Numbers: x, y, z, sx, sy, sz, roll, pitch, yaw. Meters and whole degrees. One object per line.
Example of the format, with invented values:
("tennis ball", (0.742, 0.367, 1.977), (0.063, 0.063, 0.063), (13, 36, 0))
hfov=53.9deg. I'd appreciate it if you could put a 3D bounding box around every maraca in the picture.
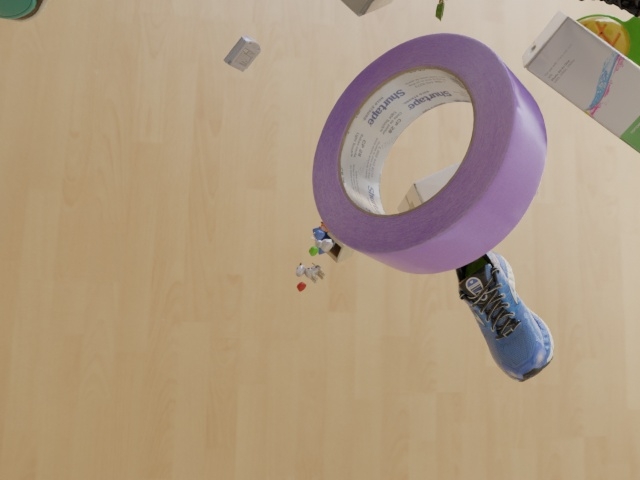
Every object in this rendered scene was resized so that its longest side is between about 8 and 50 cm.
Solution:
("maraca", (0.573, -0.393, 1.271), (0.099, 0.185, 0.127), (-42, 127, -51))

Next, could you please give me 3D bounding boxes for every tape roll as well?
("tape roll", (0.120, -0.102, 0.754), (0.090, 0.274, 0.275), (25, 75, -44))

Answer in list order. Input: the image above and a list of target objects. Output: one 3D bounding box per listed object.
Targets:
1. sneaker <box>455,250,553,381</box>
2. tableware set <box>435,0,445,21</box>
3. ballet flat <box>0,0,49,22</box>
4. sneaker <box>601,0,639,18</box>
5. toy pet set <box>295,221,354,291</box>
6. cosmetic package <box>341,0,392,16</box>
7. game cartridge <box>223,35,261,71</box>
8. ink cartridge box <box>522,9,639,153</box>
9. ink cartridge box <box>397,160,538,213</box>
("sneaker", (0.338, 0.131, 1.249), (0.130, 0.330, 0.147), (-42, 130, 22))
("tableware set", (0.242, -0.485, 1.190), (0.024, 0.104, 0.154), (11, 45, 11))
("ballet flat", (-0.439, -0.452, 0.990), (0.139, 0.400, 0.139), (2, 86, -37))
("sneaker", (0.356, -0.313, 0.759), (0.106, 0.101, 0.267), (-35, 63, -16))
("toy pet set", (0.000, 0.000, 0.963), (0.114, 0.122, 0.065), (-22, 55, -40))
("cosmetic package", (0.091, -0.355, 0.632), (0.107, 0.238, 0.127), (41, 37, 1))
("game cartridge", (-0.124, -0.304, 1.022), (0.056, 0.083, 0.017), (-44, 87, 11))
("ink cartridge box", (0.406, -0.233, 0.917), (0.212, 0.154, 0.093), (35, 117, 0))
("ink cartridge box", (0.273, -0.077, 1.227), (0.198, 0.273, 0.115), (-25, 84, -2))
